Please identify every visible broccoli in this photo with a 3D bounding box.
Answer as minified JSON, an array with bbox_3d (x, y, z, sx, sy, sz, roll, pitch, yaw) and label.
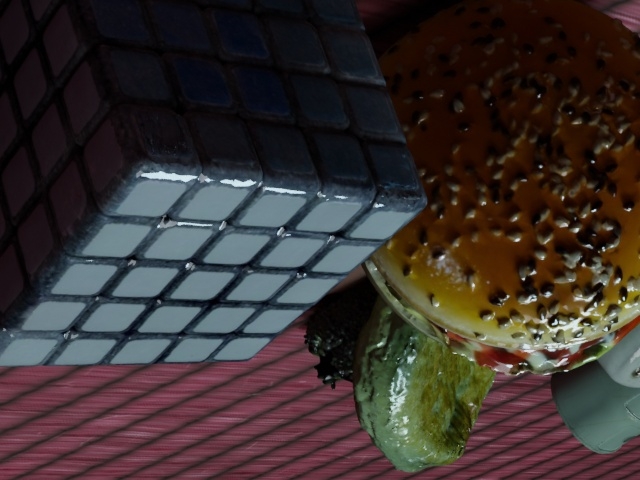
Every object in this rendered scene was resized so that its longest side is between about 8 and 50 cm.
[{"bbox_3d":[0.071,0.127,1.752,0.122,0.118,0.204,-34,130,16],"label":"broccoli"}]

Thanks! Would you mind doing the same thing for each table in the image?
[{"bbox_3d":[0.398,0.153,2.047,0.126,0.126,0.220,10,141,-46],"label":"table"}]

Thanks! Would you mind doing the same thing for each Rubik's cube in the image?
[{"bbox_3d":[-0.111,-0.066,1.140,0.237,0.237,0.238,1,147,-38],"label":"Rubik's cube"}]

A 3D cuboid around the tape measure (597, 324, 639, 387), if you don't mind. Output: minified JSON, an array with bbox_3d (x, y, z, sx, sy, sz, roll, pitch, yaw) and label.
[{"bbox_3d":[0.409,0.042,1.797,0.265,0.130,0.258,9,128,-46],"label":"tape measure"}]

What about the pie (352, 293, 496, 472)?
[{"bbox_3d":[0.115,0.091,1.642,0.078,0.277,0.277,13,167,26],"label":"pie"}]

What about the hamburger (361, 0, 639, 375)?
[{"bbox_3d":[0.159,-0.046,1.308,0.300,0.300,0.176,-15,170,-9],"label":"hamburger"}]

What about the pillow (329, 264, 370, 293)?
[{"bbox_3d":[0.000,0.000,1.531,0.171,0.075,0.179,-12,157,-27],"label":"pillow"}]
